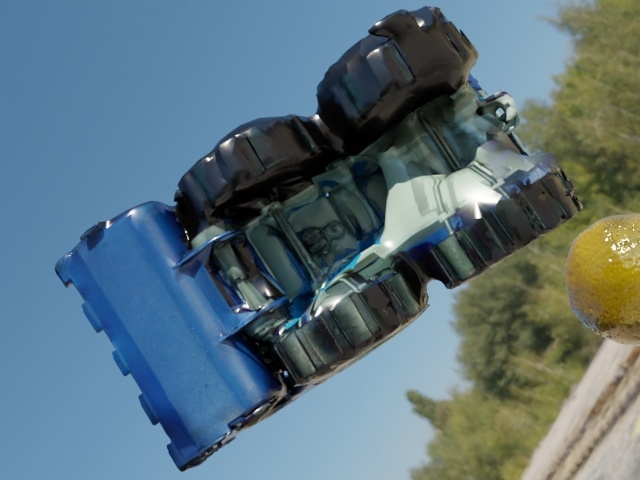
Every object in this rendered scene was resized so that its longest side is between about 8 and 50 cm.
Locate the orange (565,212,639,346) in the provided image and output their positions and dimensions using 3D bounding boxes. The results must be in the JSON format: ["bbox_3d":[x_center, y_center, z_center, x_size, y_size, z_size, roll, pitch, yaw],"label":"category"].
[{"bbox_3d":[0.203,0.024,0.577,0.085,0.095,0.085,1,-90,-69],"label":"orange"}]

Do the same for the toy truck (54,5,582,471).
[{"bbox_3d":[0.000,0.000,0.423,0.208,0.113,0.126,-33,-7,1],"label":"toy truck"}]
